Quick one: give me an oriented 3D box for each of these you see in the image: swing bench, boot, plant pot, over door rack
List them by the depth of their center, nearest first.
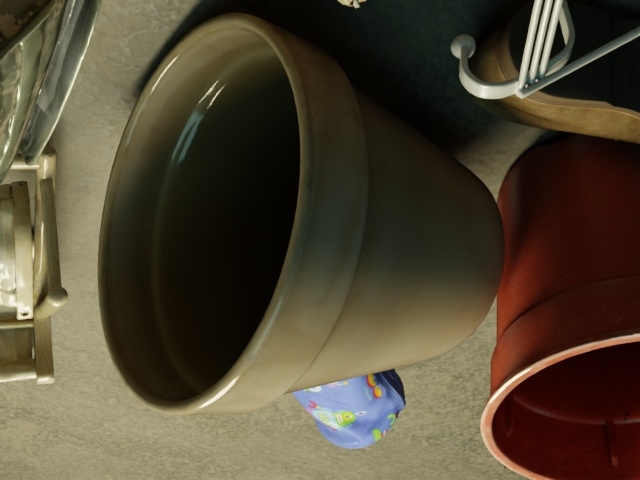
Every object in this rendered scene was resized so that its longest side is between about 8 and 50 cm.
[{"bbox_3d":[0.245,-0.235,0.635,0.324,0.108,0.239,-18,152,-8],"label":"over door rack"},{"bbox_3d":[0.271,-0.128,0.834,0.306,0.112,0.115,12,169,-17],"label":"boot"},{"bbox_3d":[0.000,0.000,0.846,0.281,0.323,0.323,13,142,-36],"label":"plant pot"},{"bbox_3d":[0.275,0.052,0.894,0.273,0.265,0.272,1,141,1],"label":"plant pot"},{"bbox_3d":[-0.391,0.039,0.946,0.253,0.165,0.254,-2,155,-20],"label":"swing bench"}]

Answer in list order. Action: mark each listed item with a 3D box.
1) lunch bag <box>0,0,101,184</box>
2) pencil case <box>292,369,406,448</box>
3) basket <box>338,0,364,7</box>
[{"bbox_3d":[-0.266,-0.134,0.687,0.169,0.287,0.235,33,137,-8],"label":"lunch bag"},{"bbox_3d":[0.009,0.127,1.109,0.133,0.119,0.306,8,147,29],"label":"pencil case"},{"bbox_3d":[-0.053,-0.325,0.592,0.299,0.223,0.213,32,99,-31],"label":"basket"}]
